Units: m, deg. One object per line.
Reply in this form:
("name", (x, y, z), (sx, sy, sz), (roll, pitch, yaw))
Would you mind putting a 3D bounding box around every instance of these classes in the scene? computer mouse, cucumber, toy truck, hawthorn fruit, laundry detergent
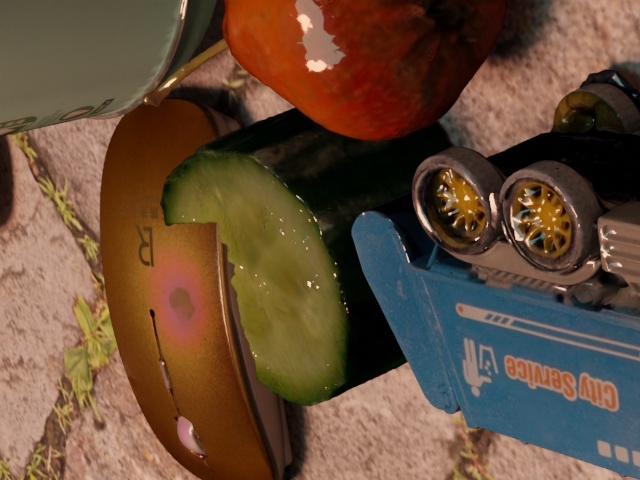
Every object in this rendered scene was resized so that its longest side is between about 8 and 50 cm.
("computer mouse", (-0.097, 0.048, 1.241), (0.158, 0.072, 0.310), (7, 110, 50))
("cucumber", (0.006, 0.001, 1.068), (0.191, 0.130, 0.191), (31, 133, 41))
("toy truck", (0.180, 0.021, 0.851), (0.367, 0.146, 0.175), (14, 121, 49))
("hawthorn fruit", (-0.012, -0.135, 1.015), (0.285, 0.165, 0.165), (-6, 99, 56))
("laundry detergent", (-0.239, -0.207, 1.124), (0.287, 0.305, 0.287), (21, 119, 44))
